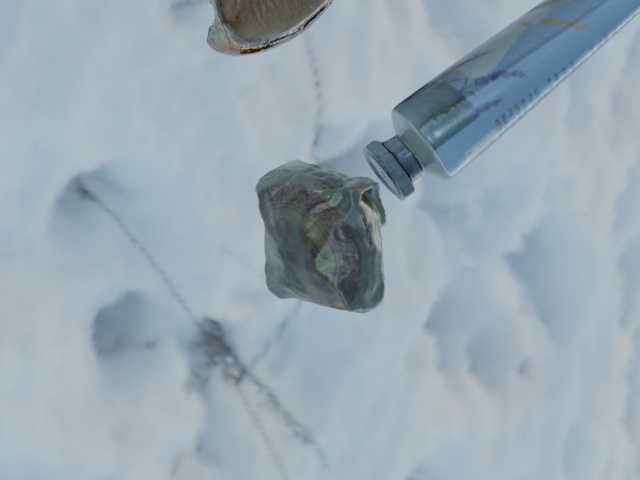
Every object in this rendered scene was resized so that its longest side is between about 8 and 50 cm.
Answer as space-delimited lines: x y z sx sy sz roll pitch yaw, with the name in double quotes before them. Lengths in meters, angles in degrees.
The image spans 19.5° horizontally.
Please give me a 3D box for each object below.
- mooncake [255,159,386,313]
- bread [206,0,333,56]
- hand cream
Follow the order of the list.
"mooncake" 0.000 0.000 1.643 0.073 0.125 0.130 -25 117 -37
"bread" -0.033 -0.196 1.413 0.129 0.044 0.126 -36 145 -16
"hand cream" 0.144 -0.124 1.182 0.271 0.091 0.058 -38 102 -7
